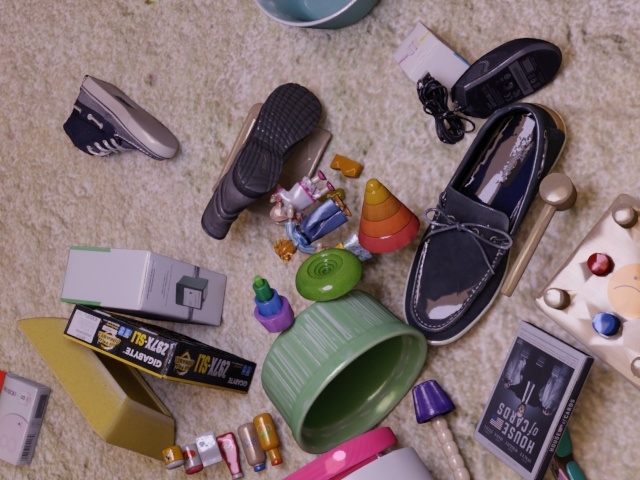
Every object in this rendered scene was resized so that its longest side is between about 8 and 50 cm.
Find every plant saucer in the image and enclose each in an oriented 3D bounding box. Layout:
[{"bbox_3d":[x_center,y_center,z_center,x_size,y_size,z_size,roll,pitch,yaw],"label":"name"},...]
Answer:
[{"bbox_3d":[-0.443,0.298,1.843,0.081,0.333,0.333,-42,65,-4],"label":"plant saucer"}]

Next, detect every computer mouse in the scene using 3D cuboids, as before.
[{"bbox_3d":[0.320,-0.308,1.667,0.272,0.188,0.072,-26,50,12],"label":"computer mouse"}]

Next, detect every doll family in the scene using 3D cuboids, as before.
[{"bbox_3d":[0.000,0.000,1.711,0.163,0.118,0.263,-37,109,9],"label":"doll family"}]

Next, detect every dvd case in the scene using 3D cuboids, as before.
[{"bbox_3d":[0.368,0.280,1.540,0.179,0.030,0.238,32,101,61],"label":"dvd case"}]

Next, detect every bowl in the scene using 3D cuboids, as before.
[{"bbox_3d":[0.017,-0.569,1.845,0.312,0.163,0.311,-5,78,26],"label":"bowl"}]

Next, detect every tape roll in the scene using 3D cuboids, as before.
[{"bbox_3d":[0.074,0.487,1.568,0.286,0.286,0.100,-41,67,15],"label":"tape roll"}]

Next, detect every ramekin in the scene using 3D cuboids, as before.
[{"bbox_3d":[0.037,0.234,1.625,0.303,0.303,0.148,-51,58,10],"label":"ramekin"}]

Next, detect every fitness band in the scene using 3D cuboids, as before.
[{"bbox_3d":[0.017,0.439,1.643,0.291,0.209,0.054,-36,69,17],"label":"fitness band"}]

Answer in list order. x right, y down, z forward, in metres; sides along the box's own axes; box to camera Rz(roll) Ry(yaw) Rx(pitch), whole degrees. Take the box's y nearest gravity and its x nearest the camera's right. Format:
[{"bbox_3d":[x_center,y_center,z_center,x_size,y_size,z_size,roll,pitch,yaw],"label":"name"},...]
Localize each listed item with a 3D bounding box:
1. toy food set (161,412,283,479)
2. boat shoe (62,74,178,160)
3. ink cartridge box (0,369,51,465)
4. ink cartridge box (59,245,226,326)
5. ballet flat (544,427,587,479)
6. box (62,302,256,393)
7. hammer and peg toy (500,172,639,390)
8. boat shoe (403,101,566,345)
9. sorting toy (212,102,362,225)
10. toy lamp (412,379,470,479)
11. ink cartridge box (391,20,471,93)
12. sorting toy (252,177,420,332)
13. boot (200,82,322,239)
[{"bbox_3d":[-0.196,0.444,1.794,0.232,0.111,0.104,-18,71,-10],"label":"toy food set"},{"bbox_3d":[-0.473,-0.242,2.065,0.340,0.127,0.158,42,107,34],"label":"boat shoe"},{"bbox_3d":[-0.773,0.417,2.124,0.232,0.066,0.189,13,87,23],"label":"ink cartridge box"},{"bbox_3d":[-0.363,0.100,1.847,0.211,0.289,0.121,3,79,26],"label":"ink cartridge box"},{"bbox_3d":[0.413,0.389,1.541,0.079,0.077,0.221,-36,67,38],"label":"ballet flat"},{"bbox_3d":[-0.315,0.224,1.780,0.257,0.322,0.079,15,82,26],"label":"box"},{"bbox_3d":[0.498,0.062,1.520,0.361,0.127,0.266,41,102,26],"label":"hammer and peg toy"},{"bbox_3d":[0.287,-0.037,1.626,0.187,0.156,0.500,31,97,25],"label":"boat shoe"},{"bbox_3d":[-0.068,-0.147,1.887,0.307,0.041,0.229,27,89,27],"label":"sorting toy"},{"bbox_3d":[0.244,0.390,1.616,0.080,0.080,0.274,-30,71,19],"label":"toy lamp"},{"bbox_3d":[0.213,-0.356,1.725,0.090,0.092,0.143,-50,29,17],"label":"ink cartridge box"},{"bbox_3d":[0.017,0.009,1.564,0.365,0.126,0.127,-37,39,-20],"label":"sorting toy"},{"bbox_3d":[-0.135,-0.170,1.819,0.118,0.338,0.223,39,141,-8],"label":"boot"}]
